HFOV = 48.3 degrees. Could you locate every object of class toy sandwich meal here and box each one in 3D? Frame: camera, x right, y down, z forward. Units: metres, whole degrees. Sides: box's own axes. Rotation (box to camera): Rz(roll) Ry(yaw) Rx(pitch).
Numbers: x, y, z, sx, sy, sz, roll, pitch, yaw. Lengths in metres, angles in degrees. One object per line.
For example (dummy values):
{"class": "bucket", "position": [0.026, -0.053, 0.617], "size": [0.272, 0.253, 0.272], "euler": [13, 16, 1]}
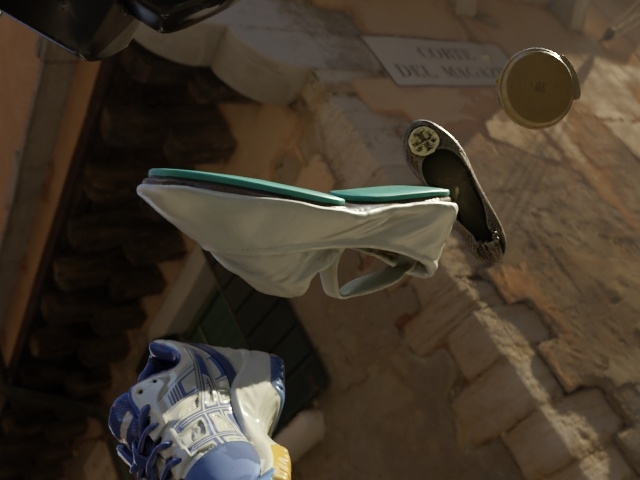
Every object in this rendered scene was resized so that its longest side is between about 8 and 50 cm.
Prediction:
{"class": "toy sandwich meal", "position": [0.207, -0.146, 0.686], "size": [0.085, 0.085, 0.029], "euler": [-27, 6, -7]}

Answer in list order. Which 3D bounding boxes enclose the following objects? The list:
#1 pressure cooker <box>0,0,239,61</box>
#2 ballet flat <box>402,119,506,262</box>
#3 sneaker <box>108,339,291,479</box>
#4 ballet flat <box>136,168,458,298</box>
{"class": "pressure cooker", "position": [-0.129, -0.302, 0.279], "size": [0.370, 0.420, 0.375], "euler": [-47, 15, 56]}
{"class": "ballet flat", "position": [0.206, -0.074, 1.085], "size": [0.084, 0.250, 0.058], "euler": [-30, 2, 8]}
{"class": "sneaker", "position": [-0.096, 0.165, 0.517], "size": [0.131, 0.296, 0.112], "euler": [15, -78, -10]}
{"class": "ballet flat", "position": [0.000, 0.000, 0.751], "size": [0.400, 0.139, 0.139], "euler": [0, -39, -41]}
